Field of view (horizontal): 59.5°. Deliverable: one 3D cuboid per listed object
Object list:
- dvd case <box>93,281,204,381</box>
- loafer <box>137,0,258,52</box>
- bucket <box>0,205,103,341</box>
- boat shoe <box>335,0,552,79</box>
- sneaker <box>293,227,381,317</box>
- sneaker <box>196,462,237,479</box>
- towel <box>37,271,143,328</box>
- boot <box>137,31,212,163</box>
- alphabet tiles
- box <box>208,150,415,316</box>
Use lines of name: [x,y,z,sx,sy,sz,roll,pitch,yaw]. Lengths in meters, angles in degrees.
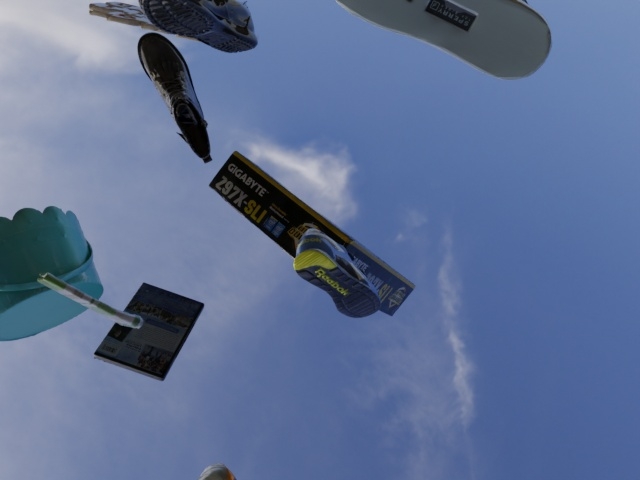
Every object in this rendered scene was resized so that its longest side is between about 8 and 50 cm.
dvd case: [-0.428,0.226,1.425,0.180,0.022,0.253,19,-138,2]
loafer: [-0.165,-0.319,0.758,0.080,0.220,0.078,-5,-91,22]
bucket: [-0.613,0.075,1.186,0.281,0.281,0.183,-28,-103,-19]
boat shoe: [0.072,-0.176,0.391,0.183,0.065,0.083,28,-147,-9]
sneaker: [0.024,0.039,0.656,0.053,0.144,0.059,-29,-143,19]
sneaker: [-0.296,0.614,1.293,0.099,0.262,0.121,52,-153,5]
towel: [-0.348,0.088,0.846,0.152,0.113,0.023,35,-112,-25]
boot: [-0.295,-0.304,1.171,0.091,0.263,0.229,-28,-153,-4]
alphabet tiles: [-0.260,-0.395,1.027,0.284,0.021,0.278,12,-156,-4]
box: [0.000,0.000,0.929,0.257,0.322,0.079,40,-86,30]
